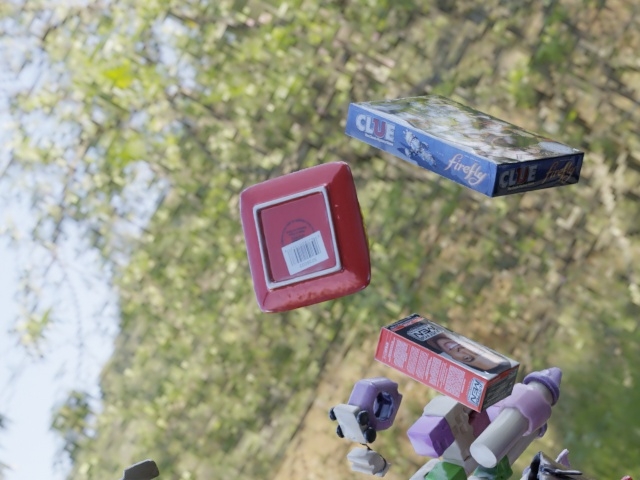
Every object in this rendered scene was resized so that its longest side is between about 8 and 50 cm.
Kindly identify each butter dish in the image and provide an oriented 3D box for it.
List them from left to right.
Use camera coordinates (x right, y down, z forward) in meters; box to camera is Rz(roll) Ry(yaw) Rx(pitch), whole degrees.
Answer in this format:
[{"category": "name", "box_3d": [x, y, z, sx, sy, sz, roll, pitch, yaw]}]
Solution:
[{"category": "butter dish", "box_3d": [0.000, 0.000, 1.740, 0.118, 0.160, 0.160, 9, -112, -61]}]

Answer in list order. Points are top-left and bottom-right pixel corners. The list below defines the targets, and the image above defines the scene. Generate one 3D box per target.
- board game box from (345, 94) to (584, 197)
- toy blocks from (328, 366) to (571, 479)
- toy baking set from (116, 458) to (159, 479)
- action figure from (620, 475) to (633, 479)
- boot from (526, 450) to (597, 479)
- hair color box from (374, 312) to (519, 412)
[{"category": "board game box", "box_3d": [0.172, -0.118, 1.748, 0.165, 0.243, 0.042, -11, -62, -43]}, {"category": "toy blocks", "box_3d": [0.240, 0.293, 2.075, 0.260, 0.309, 0.288, -41, -59, -35]}, {"category": "toy baking set", "box_3d": [-0.315, 0.408, 1.984, 0.030, 0.197, 0.256, -136, 56, -61]}, {"category": "action figure", "box_3d": [0.287, 0.395, 1.793, 0.280, 0.091, 0.139, -9, -57, -33]}, {"category": "boot", "box_3d": [0.321, 0.340, 1.583, 0.090, 0.207, 0.248, -62, 5, 19]}, {"category": "hair color box", "box_3d": [0.137, 0.131, 1.574, 0.072, 0.141, 0.043, -19, -53, -52]}]
